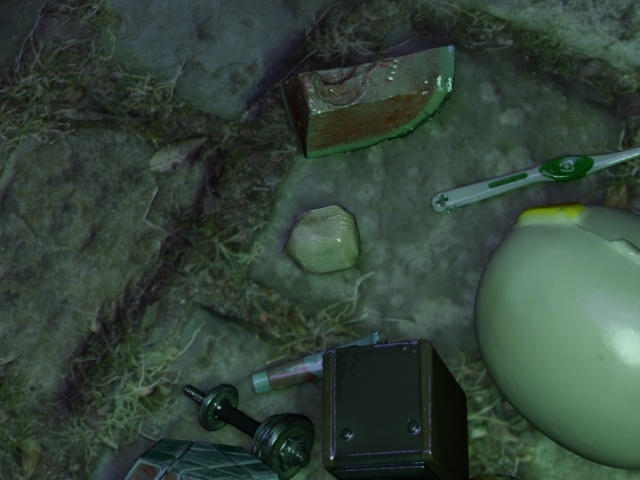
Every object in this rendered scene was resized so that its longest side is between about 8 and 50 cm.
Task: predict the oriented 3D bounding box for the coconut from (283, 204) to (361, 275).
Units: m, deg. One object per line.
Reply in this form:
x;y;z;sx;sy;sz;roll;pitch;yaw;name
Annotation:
0.000;0.000;1.889;0.125;0.110;0.110;-9;62;9;coconut

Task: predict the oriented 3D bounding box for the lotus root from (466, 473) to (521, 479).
0.198;0.428;1.562;0.152;0.160;0.275;20;59;37;lotus root

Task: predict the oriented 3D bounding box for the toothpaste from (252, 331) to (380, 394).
-0.003;0.193;1.837;0.205;0.036;0.056;-17;61;8;toothpaste

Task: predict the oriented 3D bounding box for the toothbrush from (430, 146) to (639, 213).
0.371;-0.107;1.847;0.418;0.040;0.042;-16;62;18;toothbrush

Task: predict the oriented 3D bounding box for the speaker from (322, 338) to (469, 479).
0.108;0.256;1.647;0.153;0.231;0.192;-8;62;17;speaker

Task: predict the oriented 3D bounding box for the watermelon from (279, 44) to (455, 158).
0.070;-0.223;1.919;0.319;0.226;0.148;-9;89;29;watermelon

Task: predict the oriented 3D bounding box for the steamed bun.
0.375;0.122;1.558;0.374;0.334;0.334;37;82;30;steamed bun

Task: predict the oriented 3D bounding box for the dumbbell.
-0.114;0.275;1.803;0.255;0.110;0.110;25;76;36;dumbbell

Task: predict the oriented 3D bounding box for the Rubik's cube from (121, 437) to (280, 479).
-0.176;0.426;1.650;0.319;0.319;0.264;-23;33;9;Rubik's cube
